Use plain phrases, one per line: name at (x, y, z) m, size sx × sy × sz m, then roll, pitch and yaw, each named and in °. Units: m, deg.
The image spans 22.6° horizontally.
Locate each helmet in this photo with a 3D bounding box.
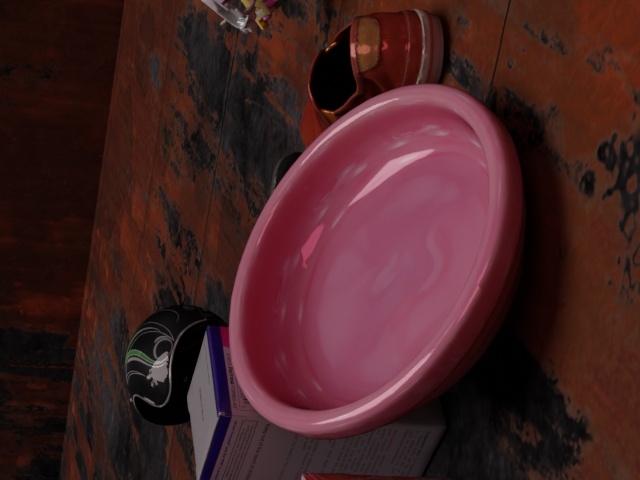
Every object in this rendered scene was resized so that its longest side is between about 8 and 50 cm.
helmet at (-0.194, 0.174, 2.227) m, size 0.161 × 0.169 × 0.169 m, roll -5°, pitch 80°, yaw 56°

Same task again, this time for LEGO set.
LEGO set at (-0.029, -0.372, 1.953) m, size 0.107 × 0.132 × 0.287 m, roll -21°, pitch 41°, yaw 53°

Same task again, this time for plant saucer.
plant saucer at (0.058, 0.025, 1.405) m, size 0.332 × 0.084 × 0.332 m, roll -31°, pitch 43°, yaw 34°

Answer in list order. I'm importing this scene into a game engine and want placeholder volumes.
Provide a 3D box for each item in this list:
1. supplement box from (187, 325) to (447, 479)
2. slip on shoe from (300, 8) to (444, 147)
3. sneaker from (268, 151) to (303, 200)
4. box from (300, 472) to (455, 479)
supplement box at (-0.006, 0.162, 1.525) m, size 0.111 × 0.220 × 0.114 m, roll -101°, pitch 22°, yaw -44°
slip on shoe at (0.030, -0.166, 1.702) m, size 0.331 × 0.101 × 0.123 m, roll 147°, pitch 124°, yaw -70°
sneaker at (0.000, 0.000, 1.782) m, size 0.130 × 0.087 × 0.228 m, roll 141°, pitch 128°, yaw -64°
box at (0.049, 0.368, 1.404) m, size 0.142 × 0.154 × 0.300 m, roll -138°, pitch 56°, yaw -69°
